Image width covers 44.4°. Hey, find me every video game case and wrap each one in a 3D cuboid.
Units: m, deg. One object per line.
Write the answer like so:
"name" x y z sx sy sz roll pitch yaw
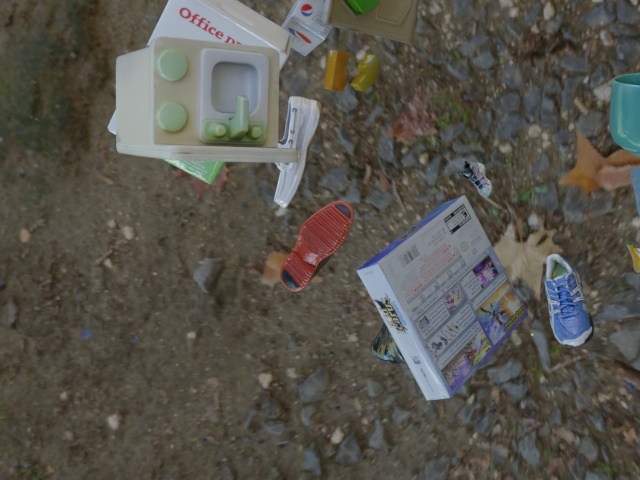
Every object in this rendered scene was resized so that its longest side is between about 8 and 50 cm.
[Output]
"video game case" 0.210 0.089 1.307 0.061 0.269 0.244 -23 98 49

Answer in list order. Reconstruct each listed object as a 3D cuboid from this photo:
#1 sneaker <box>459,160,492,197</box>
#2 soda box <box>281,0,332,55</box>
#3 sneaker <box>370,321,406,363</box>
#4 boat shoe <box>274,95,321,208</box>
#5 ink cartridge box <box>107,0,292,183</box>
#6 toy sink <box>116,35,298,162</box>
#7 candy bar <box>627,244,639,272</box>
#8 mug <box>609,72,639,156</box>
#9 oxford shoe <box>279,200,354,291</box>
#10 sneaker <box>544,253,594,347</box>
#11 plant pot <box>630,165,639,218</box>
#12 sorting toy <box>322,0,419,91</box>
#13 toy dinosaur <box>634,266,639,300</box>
"sneaker" 0.345 -0.140 1.765 0.038 0.069 0.098 -54 35 38
"soda box" -0.021 -0.383 1.369 0.069 0.216 0.074 30 90 -12
"sneaker" 0.213 0.116 1.696 0.125 0.139 0.341 44 60 -18
"boat shoe" -0.082 -0.220 1.930 0.096 0.098 0.277 14 98 -17
"ink cartridge box" -0.196 -0.262 1.285 0.198 0.115 0.273 28 119 -14
"toy sink" -0.137 -0.162 0.916 0.152 0.234 0.131 -2 99 -27
"candy bar" 0.472 0.026 1.019 0.161 0.018 0.040 2 57 -14
"mug" 0.441 -0.156 1.004 0.129 0.158 0.098 0 110 10
"oxford shoe" 0.000 0.000 1.803 0.097 0.098 0.271 44 124 6
"sneaker" 0.462 0.114 1.490 0.080 0.081 0.211 -24 36 21
"plant pot" 0.713 -0.030 1.323 0.252 0.247 0.248 -30 118 33
"sorting toy" 0.093 -0.386 1.245 0.041 0.229 0.308 18 105 42
"toy dinosaur" 0.375 0.037 0.847 0.090 0.047 0.082 41 66 10
